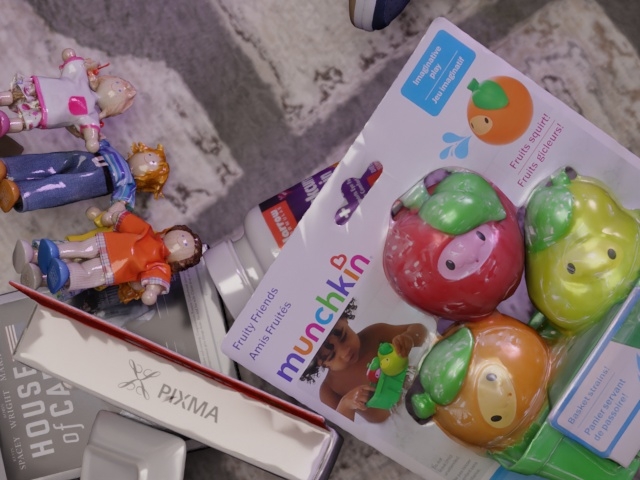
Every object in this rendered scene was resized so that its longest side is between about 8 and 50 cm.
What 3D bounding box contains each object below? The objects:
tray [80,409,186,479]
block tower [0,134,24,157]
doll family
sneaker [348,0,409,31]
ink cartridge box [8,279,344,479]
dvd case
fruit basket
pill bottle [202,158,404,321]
[{"bbox_3d":[-0.177,0.287,1.584,0.030,0.145,0.270,5,93,-38],"label":"tray"},{"bbox_3d":[-0.436,-0.151,1.692,0.335,0.097,0.091,35,87,9],"label":"block tower"},{"bbox_3d":[-0.196,-0.034,1.626,0.163,0.118,0.263,-8,60,-30],"label":"doll family"},{"bbox_3d":[0.141,-0.285,1.589,0.153,0.099,0.282,26,85,9],"label":"sneaker"},{"bbox_3d":[-0.120,0.125,1.527,0.275,0.239,0.060,23,84,7],"label":"ink cartridge box"},{"bbox_3d":[-0.195,0.117,1.671,0.239,0.029,0.179,-14,82,2],"label":"dvd case"},{"bbox_3d":[0.149,0.047,1.531,0.353,0.165,0.327,34,91,-21],"label":"fruit basket"},{"bbox_3d":[0.000,0.000,1.627,0.193,0.108,0.108,-29,82,1],"label":"pill bottle"}]
